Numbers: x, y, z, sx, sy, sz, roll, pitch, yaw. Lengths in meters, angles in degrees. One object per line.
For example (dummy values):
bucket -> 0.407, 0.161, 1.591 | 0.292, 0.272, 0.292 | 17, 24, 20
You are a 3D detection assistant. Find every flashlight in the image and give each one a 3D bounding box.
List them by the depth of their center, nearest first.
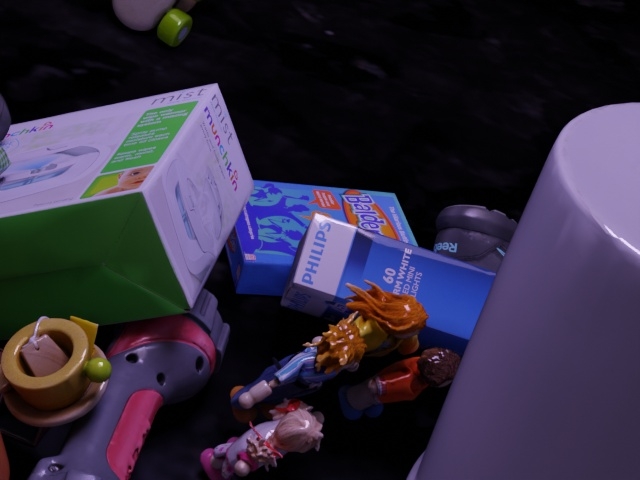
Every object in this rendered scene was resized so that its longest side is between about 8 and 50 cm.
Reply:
flashlight -> -0.155, 0.158, 1.013 | 0.103, 0.103, 0.304 | -8, 33, 15

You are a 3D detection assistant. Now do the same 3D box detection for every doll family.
doll family -> 0.006, 0.109, 1.053 | 0.263, 0.163, 0.118 | -19, 80, -41

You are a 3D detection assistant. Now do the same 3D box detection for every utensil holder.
utensil holder -> 0.266, 0.133, 0.959 | 0.328, 0.385, 0.327 | 12, 33, -8

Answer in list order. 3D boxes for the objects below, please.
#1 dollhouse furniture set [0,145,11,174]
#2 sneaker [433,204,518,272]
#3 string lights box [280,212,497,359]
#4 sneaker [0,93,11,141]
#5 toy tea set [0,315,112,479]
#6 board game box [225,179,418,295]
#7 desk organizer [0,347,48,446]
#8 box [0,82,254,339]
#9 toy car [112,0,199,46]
dollhouse furniture set -> -0.428, -0.080, 0.980 | 0.302, 0.151, 0.197 | 0, 34, 2
sneaker -> 0.236, 0.052, 1.357 | 0.267, 0.101, 0.106 | 20, 71, -17
string lights box -> 0.098, 0.060, 1.206 | 0.260, 0.133, 0.076 | 18, 77, -4
sneaker -> -0.428, -0.150, 1.199 | 0.286, 0.130, 0.109 | 20, 77, 9
toy tea set -> -0.339, 0.085, 0.943 | 0.336, 0.124, 0.200 | 14, 51, 21
board game box -> 0.000, 0.000, 1.354 | 0.210, 0.047, 0.160 | 5, 35, -19
desk organizer -> -0.287, 0.123, 1.046 | 0.130, 0.047, 0.050 | 20, 35, 7
box -> -0.221, -0.024, 1.130 | 0.262, 0.126, 0.231 | -9, 28, 19
toy car -> -0.213, -0.379, 1.762 | 0.155, 0.149, 0.188 | 36, 24, 7
